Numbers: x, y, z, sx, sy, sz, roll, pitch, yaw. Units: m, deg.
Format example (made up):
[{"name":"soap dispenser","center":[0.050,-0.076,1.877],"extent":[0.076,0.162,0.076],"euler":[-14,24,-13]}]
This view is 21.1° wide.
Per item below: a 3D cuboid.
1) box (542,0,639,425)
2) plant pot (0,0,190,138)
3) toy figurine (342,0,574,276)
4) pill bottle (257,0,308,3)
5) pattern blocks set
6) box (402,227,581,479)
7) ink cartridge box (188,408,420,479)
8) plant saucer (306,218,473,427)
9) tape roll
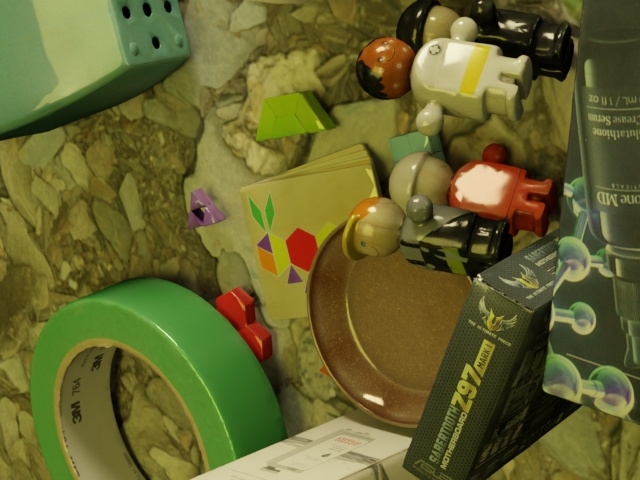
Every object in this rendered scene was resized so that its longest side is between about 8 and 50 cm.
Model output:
[{"name":"box","center":[0.345,-0.058,1.194],"extent":[0.293,0.212,0.396],"euler":[17,114,35]},{"name":"plant pot","center":[-0.258,-0.202,1.703],"extent":[0.234,0.165,0.166],"euler":[-13,94,34]},{"name":"toy figurine","center":[0.105,-0.085,1.386],"extent":[0.148,0.209,0.213],"euler":[12,112,20]},{"name":"pill bottle","center":[-0.030,-0.378,1.432],"extent":[0.188,0.188,0.334],"euler":[29,120,31]},{"name":"pattern blocks set","center":[0.000,0.000,1.625],"extent":[0.324,0.026,0.286],"euler":[2,104,40]},{"name":"box","center":[0.170,0.084,1.368],"extent":[0.059,0.232,0.183],"euler":[32,122,22]},{"name":"ink cartridge box","center":[-0.002,0.290,1.543],"extent":[0.117,0.283,0.207],"euler":[11,110,42]},{"name":"plant saucer","center":[0.074,0.068,1.542],"extent":[0.198,0.036,0.199],"euler":[13,112,36]},{"name":"tape roll","center":[-0.170,0.200,1.774],"extent":[0.321,0.077,0.321],"euler":[20,121,38]}]
